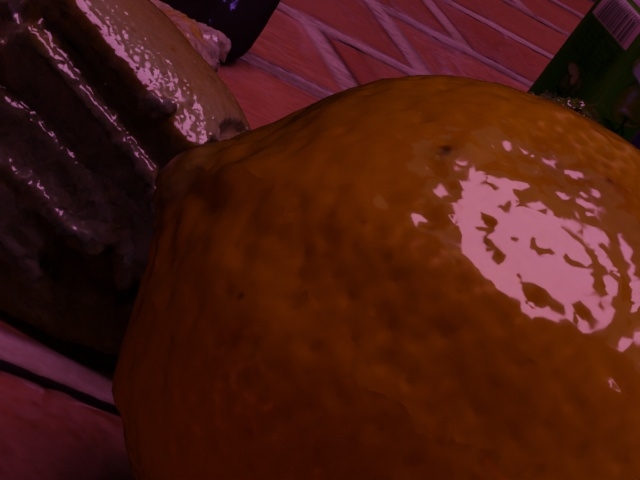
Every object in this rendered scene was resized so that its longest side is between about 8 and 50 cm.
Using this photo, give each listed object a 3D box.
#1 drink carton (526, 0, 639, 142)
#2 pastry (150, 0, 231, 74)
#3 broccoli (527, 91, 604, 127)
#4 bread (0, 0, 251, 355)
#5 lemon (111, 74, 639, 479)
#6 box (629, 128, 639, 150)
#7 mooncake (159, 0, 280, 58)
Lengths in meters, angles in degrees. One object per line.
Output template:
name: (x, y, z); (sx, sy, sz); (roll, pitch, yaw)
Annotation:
drink carton: (0.298, -0.118, 1.877); (0.161, 0.271, 0.108); (23, 24, -33)
pastry: (-0.133, -0.124, 1.450); (0.121, 0.089, 0.258); (25, 18, -13)
broccoli: (0.212, 0.021, 1.546); (0.302, 0.186, 0.254); (-97, 167, -68)
bread: (-0.138, -0.045, 1.086); (0.257, 0.186, 0.124); (42, 14, 1)
lemon: (0.068, 0.080, 0.903); (0.336, 0.336, 0.336); (30, 18, -11)
box: (0.288, 0.146, 1.087); (0.349, 0.318, 0.257); (45, 21, 31)
mooncake: (-0.141, -0.285, 1.807); (0.245, 0.133, 0.245); (33, 11, -7)
